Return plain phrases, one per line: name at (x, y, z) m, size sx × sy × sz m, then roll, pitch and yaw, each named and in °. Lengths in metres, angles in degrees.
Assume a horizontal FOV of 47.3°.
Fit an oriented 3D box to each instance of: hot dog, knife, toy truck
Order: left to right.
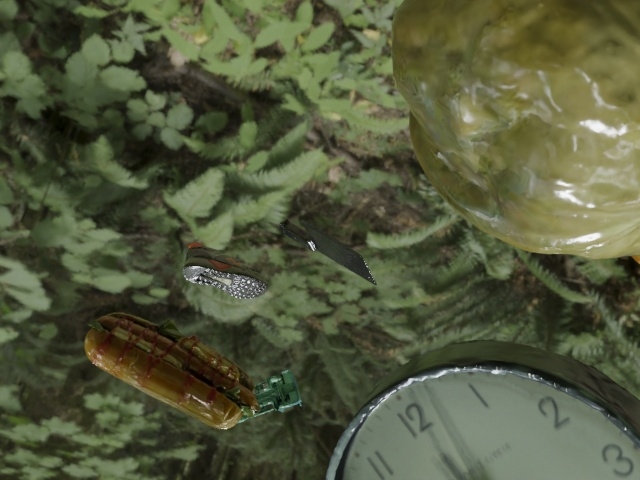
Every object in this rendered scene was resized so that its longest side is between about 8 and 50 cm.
hot dog at (-0.189, 0.165, 0.969) m, size 0.250 × 0.076 × 0.104 m, roll 26°, pitch -148°, yaw 7°
toy truck at (-0.120, 0.300, 1.349) m, size 0.175 × 0.067 × 0.081 m, roll -20°, pitch 159°, yaw 1°
knife at (0.000, 0.000, 1.114) m, size 0.245 × 0.019 × 0.072 m, roll 29°, pitch 153°, yaw 50°

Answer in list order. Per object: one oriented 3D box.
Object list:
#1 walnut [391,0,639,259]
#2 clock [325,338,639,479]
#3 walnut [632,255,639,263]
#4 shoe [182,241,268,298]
walnut at (0.205, -0.122, 0.611) m, size 0.277 × 0.253 × 0.282 m, roll 31°, pitch -163°, yaw 36°
clock at (0.155, 0.251, 0.631) m, size 0.325 × 0.325 × 0.067 m, roll 10°, pitch -171°, yaw 24°
walnut at (0.600, -0.042, 1.043) m, size 0.336 × 0.208 × 0.209 m, roll -6°, pitch 164°, yaw 3°
shoe at (-0.188, 0.057, 1.472) m, size 0.194 × 0.077 × 0.074 m, roll 19°, pitch 134°, yaw -33°
